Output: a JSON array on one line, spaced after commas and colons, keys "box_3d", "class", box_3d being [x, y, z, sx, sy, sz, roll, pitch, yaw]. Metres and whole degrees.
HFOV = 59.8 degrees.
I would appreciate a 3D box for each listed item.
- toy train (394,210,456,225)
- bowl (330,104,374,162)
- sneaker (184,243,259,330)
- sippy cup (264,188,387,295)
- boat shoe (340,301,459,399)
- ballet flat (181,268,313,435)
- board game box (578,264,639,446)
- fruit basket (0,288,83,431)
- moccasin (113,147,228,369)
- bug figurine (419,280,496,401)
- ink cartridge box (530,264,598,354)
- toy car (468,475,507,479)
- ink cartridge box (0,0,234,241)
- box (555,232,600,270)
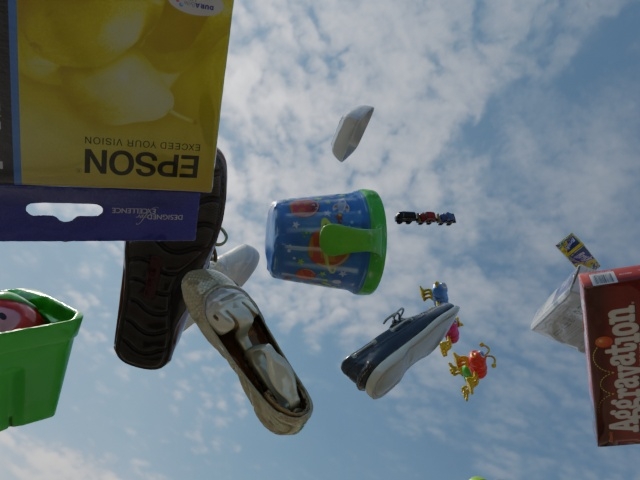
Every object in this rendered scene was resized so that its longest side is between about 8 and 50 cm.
[{"box_3d": [0.247, -0.053, 1.288, 0.159, 0.027, 0.036, 1, -31, -19], "class": "toy train"}, {"box_3d": [0.077, -0.286, 1.456, 0.053, 0.142, 0.142, 29, -54, 9], "class": "bowl"}, {"box_3d": [-0.284, 0.071, 1.226, 0.108, 0.293, 0.169, 30, -23, 57], "class": "sneaker"}, {"box_3d": [0.000, 0.000, 1.193, 0.224, 0.239, 0.305, 2, -36, -12], "class": "sippy cup"}, {"box_3d": [0.138, 0.166, 0.924, 0.079, 0.255, 0.095, 32, -42, 32], "class": "boat shoe"}, {"box_3d": [-0.058, 0.084, 0.470, 0.168, 0.057, 0.052, 53, -34, 10], "class": "ballet flat"}, {"box_3d": [0.386, 0.140, 0.642, 0.145, 0.027, 0.281, -11, -57, 17], "class": "board game box"}, {"box_3d": [-0.568, 0.092, 0.792, 0.283, 0.392, 0.391, 10, -46, 44], "class": "fruit basket"}, {"box_3d": [-0.224, 0.021, 0.869, 0.139, 0.147, 0.379, 12, -65, -6], "class": "moccasin"}, {"box_3d": [0.314, 0.229, 1.273, 0.072, 0.278, 0.216, -20, -40, -1], "class": "bug figurine"}, {"box_3d": [0.602, 0.182, 1.061, 0.330, 0.071, 0.324, 23, -16, 15], "class": "ink cartridge box"}, {"box_3d": [0.367, 0.487, 0.952, 0.189, 0.148, 0.155, 7, -8, -17], "class": "toy car"}, {"box_3d": [-0.255, -0.125, 0.555, 0.304, 0.072, 0.306, -1, -66, -25], "class": "ink cartridge box"}, {"box_3d": [0.733, 0.044, 1.582, 0.059, 0.054, 0.169, -44, -46, 15], "class": "box"}]
